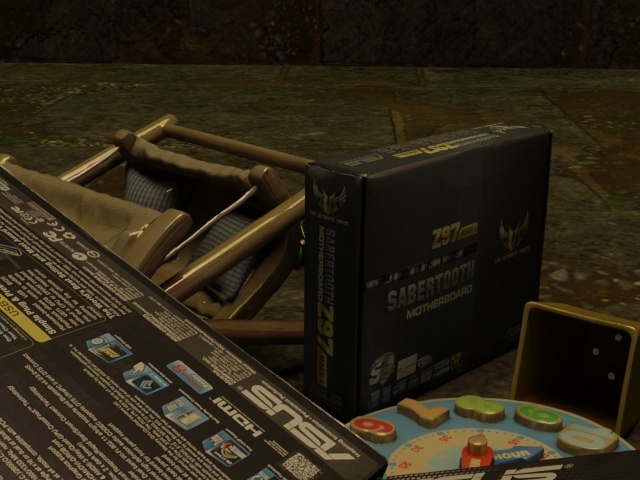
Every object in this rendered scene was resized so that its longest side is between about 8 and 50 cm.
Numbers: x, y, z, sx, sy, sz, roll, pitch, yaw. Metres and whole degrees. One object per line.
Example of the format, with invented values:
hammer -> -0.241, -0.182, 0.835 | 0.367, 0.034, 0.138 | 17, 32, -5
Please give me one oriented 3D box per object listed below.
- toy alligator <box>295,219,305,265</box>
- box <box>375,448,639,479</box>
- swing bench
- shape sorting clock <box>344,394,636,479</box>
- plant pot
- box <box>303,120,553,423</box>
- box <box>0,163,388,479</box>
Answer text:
toy alligator -> 0.000, 0.000, 1.023 | 0.190, 0.056, 0.051 | -4, 60, -19
box -> 0.100, 0.137, 0.329 | 0.270, 0.060, 0.216 | -14, 7, 30
swing bench -> -0.142, 0.012, 0.786 | 0.253, 0.165, 0.255 | 17, 25, 42
shape sorting clock -> 0.094, 0.138, 0.596 | 0.206, 0.040, 0.206 | 1, 17, 0
plant pot -> 0.193, 0.088, 0.702 | 0.082, 0.081, 0.083 | 14, 10, 36
box -> 0.086, 0.015, 0.751 | 0.059, 0.183, 0.233 | 16, 23, 41
box -> -0.212, 0.083, 0.480 | 0.395, 0.097, 0.318 | 33, 30, 25
